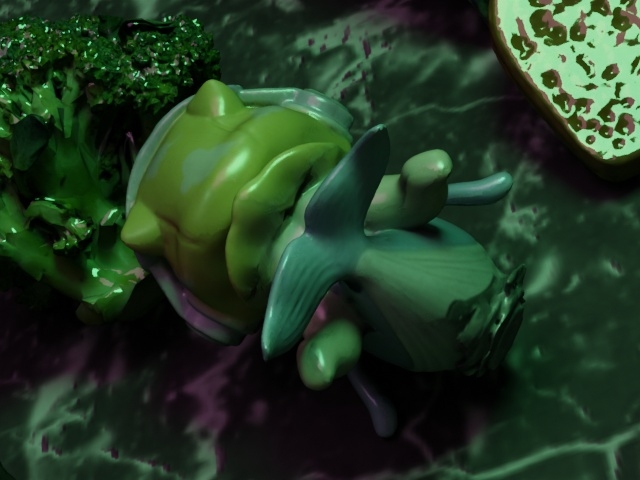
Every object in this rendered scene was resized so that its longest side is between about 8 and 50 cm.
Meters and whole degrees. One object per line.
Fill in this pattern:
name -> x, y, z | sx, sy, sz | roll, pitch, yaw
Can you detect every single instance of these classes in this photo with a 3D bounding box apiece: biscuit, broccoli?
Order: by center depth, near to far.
biscuit -> 0.149, -0.135, 0.759 | 0.141, 0.029, 0.221 | -5, 72, 7
broccoli -> -0.123, -0.041, 0.800 | 0.156, 0.195, 0.195 | 41, 77, 16

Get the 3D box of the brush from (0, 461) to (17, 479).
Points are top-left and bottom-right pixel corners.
brush -> -0.260, 0.211, 0.716 | 0.323, 0.070, 0.051 | -37, 41, 0

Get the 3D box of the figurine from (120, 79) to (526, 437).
figurine -> 0.000, 0.000, 0.673 | 0.183, 0.208, 0.128 | 26, 88, 6

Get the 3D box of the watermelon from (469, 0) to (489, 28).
watermelon -> 0.087, -0.246, 0.892 | 0.213, 0.201, 0.262 | -34, 85, -3
